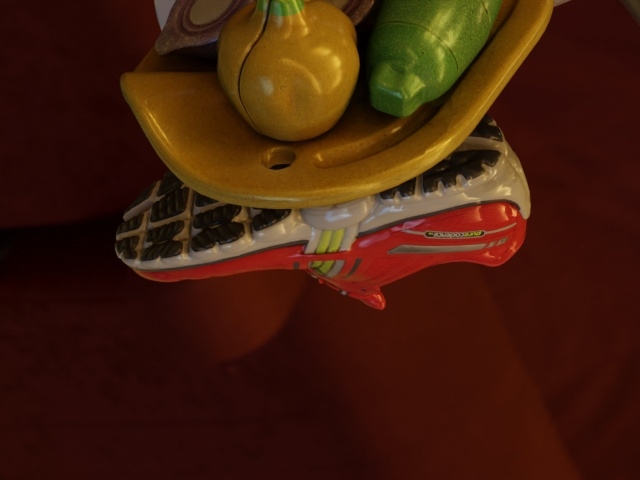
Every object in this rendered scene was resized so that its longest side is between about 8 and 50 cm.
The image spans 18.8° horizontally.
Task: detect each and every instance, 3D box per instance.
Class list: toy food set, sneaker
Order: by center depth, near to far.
[{"bbox_3d":[0.014,-0.104,0.678,0.218,0.128,0.071,-54,147,-40],"label":"toy food set"},{"bbox_3d":[0.000,0.000,1.249,0.107,0.279,0.118,-77,151,-44],"label":"sneaker"}]

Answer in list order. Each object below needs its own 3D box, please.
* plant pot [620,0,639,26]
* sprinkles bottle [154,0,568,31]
[{"bbox_3d":[0.285,-0.142,1.079,0.263,0.263,0.229,-2,68,-51],"label":"plant pot"},{"bbox_3d":[0.082,-0.157,0.880,0.121,0.355,0.121,20,61,-43],"label":"sprinkles bottle"}]
